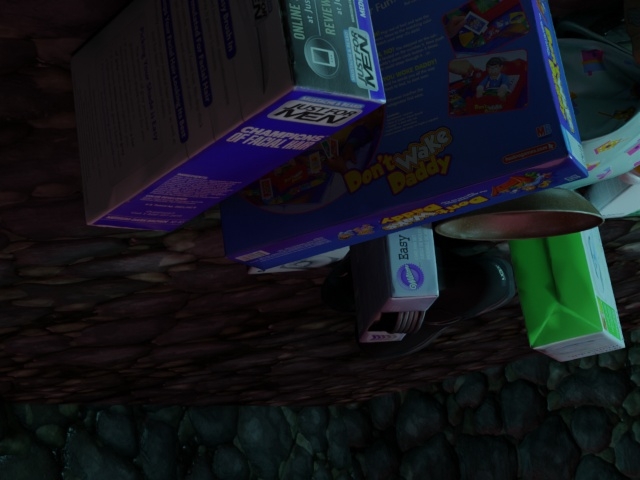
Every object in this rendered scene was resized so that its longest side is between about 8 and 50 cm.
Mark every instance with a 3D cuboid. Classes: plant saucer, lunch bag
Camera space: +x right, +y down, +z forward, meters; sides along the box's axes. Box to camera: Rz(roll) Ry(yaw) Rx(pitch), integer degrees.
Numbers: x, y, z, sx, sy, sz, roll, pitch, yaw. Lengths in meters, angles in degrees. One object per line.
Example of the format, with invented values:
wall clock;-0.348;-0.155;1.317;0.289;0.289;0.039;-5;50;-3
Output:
plant saucer;0.234;-0.033;1.331;0.198;0.036;0.198;-1;172;0
lunch bag;0.275;-0.142;1.304;0.262;0.160;0.223;-8;165;18

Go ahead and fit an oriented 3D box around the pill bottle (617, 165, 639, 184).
pill bottle;0.463;-0.141;1.508;0.103;0.103;0.184;-4;163;-17

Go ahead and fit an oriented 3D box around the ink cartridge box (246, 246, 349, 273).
ink cartridge box;0.000;0.000;1.847;0.223;0.045;0.223;-6;164;-13

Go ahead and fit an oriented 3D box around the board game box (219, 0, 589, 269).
board game box;0.058;-0.129;1.084;0.347;0.233;0.078;-16;163;24

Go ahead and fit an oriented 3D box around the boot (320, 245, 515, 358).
boot;0.131;0.119;2.083;0.367;0.146;0.445;-30;165;24

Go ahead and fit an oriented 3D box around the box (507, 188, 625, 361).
box;0.404;0.056;1.876;0.126;0.262;0.231;-16;162;21

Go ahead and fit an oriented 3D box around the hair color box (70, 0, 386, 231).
hair color box;-0.100;-0.148;1.022;0.110;0.185;0.338;3;161;-38

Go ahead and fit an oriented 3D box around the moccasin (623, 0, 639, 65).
moccasin;0.479;-0.174;1.173;0.380;0.147;0.139;16;165;-31

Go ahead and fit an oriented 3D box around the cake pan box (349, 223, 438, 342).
cake pan box;0.086;-0.011;1.454;0.070;0.267;0.246;-2;161;-6

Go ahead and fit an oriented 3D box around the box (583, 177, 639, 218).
box;0.580;-0.116;1.748;0.232;0.059;0.322;-6;165;-11
